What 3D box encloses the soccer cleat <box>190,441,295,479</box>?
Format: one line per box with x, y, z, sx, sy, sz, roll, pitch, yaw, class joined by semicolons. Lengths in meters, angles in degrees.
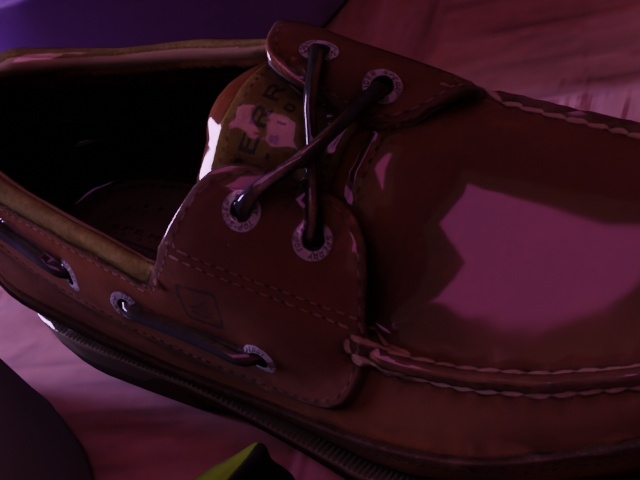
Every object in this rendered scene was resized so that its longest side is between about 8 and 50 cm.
-0.005;0.109;0.409;0.072;0.060;0.179;-40;35;-3;soccer cleat

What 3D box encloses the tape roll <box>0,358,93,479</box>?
-0.177;0.116;0.531;0.219;0.072;0.219;-22;41;20;tape roll

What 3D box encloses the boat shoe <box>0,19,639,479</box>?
0.000;0.000;0.473;0.307;0.104;0.111;3;54;40;boat shoe

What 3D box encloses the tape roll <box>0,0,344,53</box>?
-0.070;-0.133;0.681;0.189;0.080;0.189;-23;41;21;tape roll
